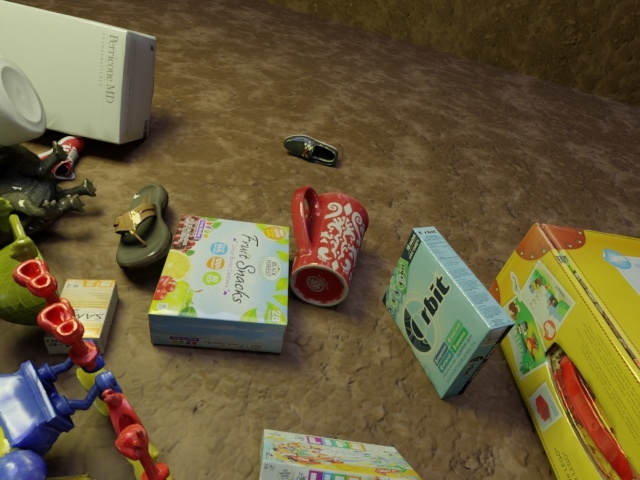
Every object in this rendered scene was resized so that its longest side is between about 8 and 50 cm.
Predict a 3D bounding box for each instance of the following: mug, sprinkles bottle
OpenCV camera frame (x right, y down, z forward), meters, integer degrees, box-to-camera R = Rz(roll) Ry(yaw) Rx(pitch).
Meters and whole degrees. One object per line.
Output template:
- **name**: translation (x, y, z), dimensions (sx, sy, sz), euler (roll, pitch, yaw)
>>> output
- **mug**: translation (-0.003, 0.007, 0.698), dimensions (0.150, 0.113, 0.169), euler (29, 42, -12)
- **sprinkles bottle**: translation (-0.590, -0.152, 0.600), dimensions (0.356, 0.121, 0.121), euler (-18, 44, -2)

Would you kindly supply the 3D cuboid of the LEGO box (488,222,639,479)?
- **LEGO box**: translation (0.482, 0.223, 0.524), dimensions (0.373, 0.193, 0.499), euler (8, 39, -8)

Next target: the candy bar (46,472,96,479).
- **candy bar**: translation (-0.298, 0.242, 0.395), dimensions (0.162, 0.018, 0.040), euler (2, 39, -16)

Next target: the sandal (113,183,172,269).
- **sandal**: translation (-0.283, -0.035, 0.676), dimensions (0.090, 0.060, 0.219), euler (-22, 42, 5)

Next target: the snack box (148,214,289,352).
- **snack box**: translation (-0.135, 0.056, 0.630), dimensions (0.175, 0.070, 0.207), euler (7, 40, -8)

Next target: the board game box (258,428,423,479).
- **board game box**: translation (0.015, 0.233, 0.444), dimensions (0.154, 0.103, 0.026), euler (10, 80, -6)

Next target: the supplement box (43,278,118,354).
- **supplement box**: translation (-0.304, 0.096, 0.554), dimensions (0.062, 0.036, 0.098), euler (2, 41, -14)

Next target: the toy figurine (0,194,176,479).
- **toy figurine**: translation (-0.309, 0.134, 0.367), dimensions (0.217, 0.191, 0.362), euler (-31, 62, -30)

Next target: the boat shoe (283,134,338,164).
- **boat shoe**: translation (-0.023, -0.212, 1.008), dimensions (0.133, 0.048, 0.042), euler (15, 30, -7)

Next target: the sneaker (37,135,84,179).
- **sneaker**: translation (-0.469, -0.153, 0.800), dimensions (0.067, 0.042, 0.118), euler (20, 46, 13)

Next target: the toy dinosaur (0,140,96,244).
- **toy dinosaur**: translation (-0.451, -0.054, 0.649), dimensions (0.161, 0.121, 0.313), euler (-20, 54, 3)

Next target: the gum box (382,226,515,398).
- **gum box**: translation (0.164, 0.098, 0.605), dimensions (0.041, 0.156, 0.184), euler (-5, 43, -22)

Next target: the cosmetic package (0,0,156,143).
- **cosmetic package**: translation (-0.542, -0.337, 0.843), dimensions (0.386, 0.217, 0.156), euler (11, 19, -1)
